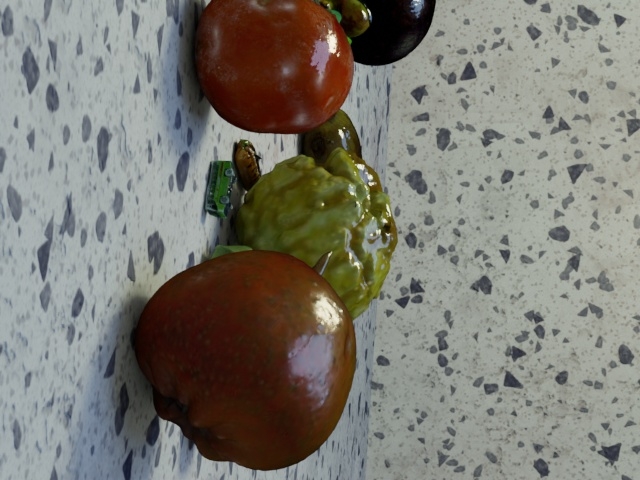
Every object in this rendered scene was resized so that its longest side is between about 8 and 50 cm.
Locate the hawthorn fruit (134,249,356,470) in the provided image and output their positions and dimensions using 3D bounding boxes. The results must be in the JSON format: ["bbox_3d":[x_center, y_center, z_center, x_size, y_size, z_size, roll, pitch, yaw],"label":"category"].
[{"bbox_3d":[-0.069,0.127,1.521,0.298,0.277,0.277,-50,155,-21],"label":"hawthorn fruit"}]

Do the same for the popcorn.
[{"bbox_3d":[-0.005,0.008,1.934,0.282,0.247,0.282,170,-90,-87],"label":"popcorn"}]

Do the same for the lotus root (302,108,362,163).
[{"bbox_3d":[0.025,-0.164,2.500,0.124,0.123,0.241,-89,178,-49],"label":"lotus root"}]

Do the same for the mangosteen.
[{"bbox_3d":[0.090,-0.488,2.504,0.302,0.275,0.274,-20,117,-43],"label":"mangosteen"}]

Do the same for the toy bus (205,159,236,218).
[{"bbox_3d":[-0.145,-0.075,1.785,0.031,0.037,0.083,71,25,-68],"label":"toy bus"}]

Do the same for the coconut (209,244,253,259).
[{"bbox_3d":[-0.127,0.046,1.792,0.096,0.088,0.088,62,20,-17],"label":"coconut"}]

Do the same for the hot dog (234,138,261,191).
[{"bbox_3d":[-0.112,-0.117,1.967,0.122,0.037,0.049,73,25,-59],"label":"hot dog"}]

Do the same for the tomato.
[{"bbox_3d":[-0.065,-0.238,1.689,0.232,0.232,0.188,50,57,-76],"label":"tomato"}]

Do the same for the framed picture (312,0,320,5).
[{"bbox_3d":[-0.031,-0.485,2.172,0.289,0.020,0.211,61,13,-73],"label":"framed picture"}]

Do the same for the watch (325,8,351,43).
[{"bbox_3d":[-0.010,-0.325,2.121,0.152,0.165,0.131,19,86,-61],"label":"watch"}]
